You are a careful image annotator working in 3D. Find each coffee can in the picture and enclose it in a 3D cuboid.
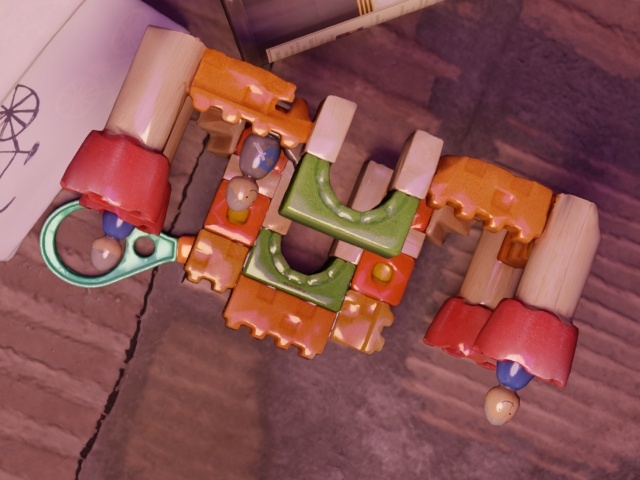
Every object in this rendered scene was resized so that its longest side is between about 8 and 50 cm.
[{"bbox_3d":[0.027,-0.297,1.263,0.275,0.201,0.201,-20,99,-1],"label":"coffee can"}]

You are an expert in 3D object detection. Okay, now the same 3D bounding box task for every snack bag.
[{"bbox_3d":[-0.298,-0.120,1.222,0.037,0.342,0.323,42,97,27],"label":"snack bag"}]

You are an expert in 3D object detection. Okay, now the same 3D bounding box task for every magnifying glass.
[{"bbox_3d":[-0.170,0.007,1.380,0.231,0.026,0.092,4,98,-5],"label":"magnifying glass"}]

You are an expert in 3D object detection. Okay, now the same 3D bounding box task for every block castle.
[{"bbox_3d":[0.000,0.000,1.234,0.453,0.303,0.212,22,85,-6],"label":"block castle"}]
